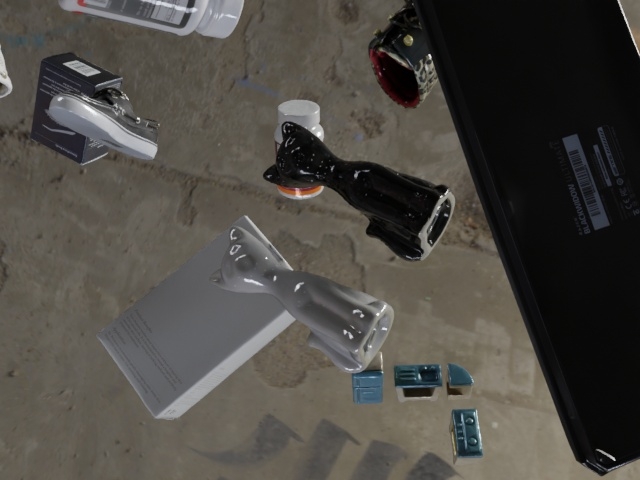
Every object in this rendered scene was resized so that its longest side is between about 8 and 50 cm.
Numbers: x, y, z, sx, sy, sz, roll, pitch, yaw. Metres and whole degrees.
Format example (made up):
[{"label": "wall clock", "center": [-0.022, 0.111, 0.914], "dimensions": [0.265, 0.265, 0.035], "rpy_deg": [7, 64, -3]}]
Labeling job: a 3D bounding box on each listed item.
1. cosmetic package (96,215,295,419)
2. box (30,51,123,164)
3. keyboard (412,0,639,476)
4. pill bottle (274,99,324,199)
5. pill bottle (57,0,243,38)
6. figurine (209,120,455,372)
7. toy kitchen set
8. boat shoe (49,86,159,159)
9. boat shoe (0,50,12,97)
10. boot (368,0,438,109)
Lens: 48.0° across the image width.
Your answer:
[{"label": "cosmetic package", "center": [-0.222, 0.157, 1.455], "dimensions": [0.385, 0.156, 0.217], "rpy_deg": [-37, 76, -6]}, {"label": "box", "center": [-0.568, -0.306, 1.672], "dimensions": [0.153, 0.207, 0.108], "rpy_deg": [28, 30, 9]}, {"label": "keyboard", "center": [0.186, -0.044, 0.431], "dimensions": [0.201, 0.033, 0.317], "rpy_deg": [-18, 87, -10]}, {"label": "pill bottle", "center": [-0.051, -0.222, 1.759], "dimensions": [0.121, 0.121, 0.221], "rpy_deg": [-14, 125, -20]}, {"label": "pill bottle", "center": [-0.283, -0.438, 1.209], "dimensions": [0.283, 0.161, 0.161], "rpy_deg": [4, 78, -32]}, {"label": "figurine", "center": [0.000, 0.000, 0.760], "dimensions": [0.209, 0.092, 0.215], "rpy_deg": [28, 89, 21]}, {"label": "toy kitchen set", "center": [0.157, 0.283, 1.201], "dimensions": [0.207, 0.122, 0.166], "rpy_deg": [-3, 53, 3]}, {"label": "boat shoe", "center": [-0.298, -0.180, 1.031], "dimensions": [0.080, 0.228, 0.076], "rpy_deg": [11, 84, 22]}, {"label": "boat shoe", "center": [-0.447, -0.197, 0.834], "dimensions": [0.098, 0.277, 0.096], "rpy_deg": [-28, 97, 17]}, {"label": "boot", "center": [0.119, -0.265, 0.734], "dimensions": [0.085, 0.236, 0.179], "rpy_deg": [28, 69, 30]}]
